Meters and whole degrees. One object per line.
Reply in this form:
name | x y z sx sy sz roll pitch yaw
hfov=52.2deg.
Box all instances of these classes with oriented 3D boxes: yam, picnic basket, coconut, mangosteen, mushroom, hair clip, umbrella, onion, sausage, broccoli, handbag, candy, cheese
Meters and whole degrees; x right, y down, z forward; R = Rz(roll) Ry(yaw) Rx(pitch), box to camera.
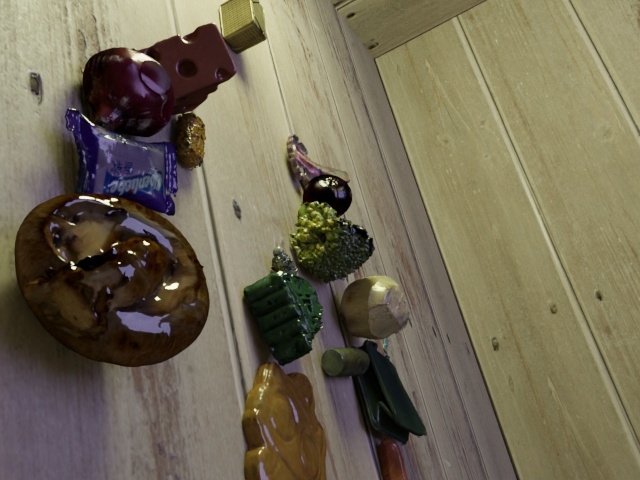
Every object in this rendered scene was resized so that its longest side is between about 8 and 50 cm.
yam | 0.064 0.311 1.667 0.179 0.078 0.078 19 50 -63
picnic basket | -0.229 -0.648 1.935 0.079 0.115 0.164 44 30 -52
coconut | 0.143 0.190 1.852 0.194 0.195 0.194 52 24 -35
mangosteen | 0.019 -0.122 1.959 0.152 0.153 0.152 52 24 -35
mushroom | -0.284 0.054 0.877 0.263 0.195 0.283 59 3 3
hair clip | -0.019 -0.227 2.069 0.300 0.069 0.172 22 46 -50
umbrella | -0.079 0.082 1.577 0.067 0.062 0.143 -42 111 -75
onion | -0.342 -0.256 1.171 0.173 0.136 0.198 49 27 -33
sausage | 0.189 0.593 1.696 0.065 0.065 0.169 42 29 -49
broccoli | 0.001 0.015 1.798 0.180 0.273 0.242 -55 146 -14
handbag | 0.185 0.423 1.826 0.247 0.079 0.260 44 22 -51
candy | -0.332 -0.125 1.122 0.275 0.070 0.145 10 78 -66
cheese | -0.298 -0.351 1.386 0.128 0.203 0.177 64 -12 -4

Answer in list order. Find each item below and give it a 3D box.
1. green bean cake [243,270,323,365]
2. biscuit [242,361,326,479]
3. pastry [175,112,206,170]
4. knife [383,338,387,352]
green bean cake | -0.057 0.170 1.440 0.193 0.107 0.208 60 13 17
biscuit | -0.057 0.394 1.303 0.269 0.051 0.376 60 20 -21
pastry | -0.280 -0.221 1.407 0.080 0.056 0.140 59 15 -54
knife | 0.214 0.330 2.130 0.027 0.010 0.096 59 20 -21
